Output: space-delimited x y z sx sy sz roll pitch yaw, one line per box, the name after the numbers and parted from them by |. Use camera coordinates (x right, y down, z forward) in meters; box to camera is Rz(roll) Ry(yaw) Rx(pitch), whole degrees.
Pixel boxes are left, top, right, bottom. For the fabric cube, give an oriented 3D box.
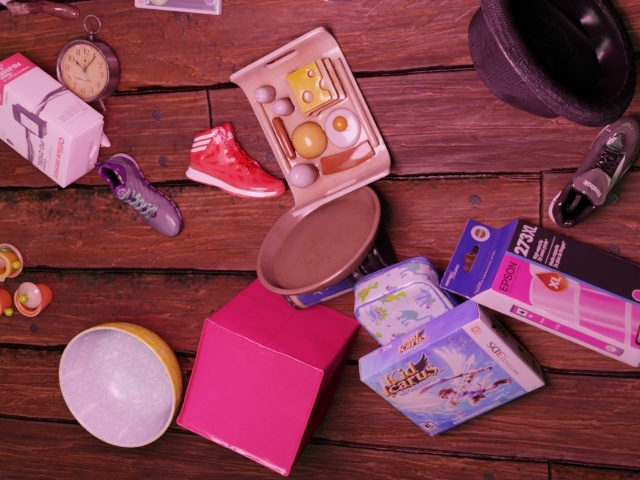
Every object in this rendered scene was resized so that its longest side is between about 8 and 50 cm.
-0.102 0.266 1.584 0.259 0.258 0.254 23 112 11 | fabric cube

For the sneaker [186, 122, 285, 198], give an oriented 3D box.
-0.170 -0.165 1.578 0.221 0.087 0.128 14 110 13 | sneaker

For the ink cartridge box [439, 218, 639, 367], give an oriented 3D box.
0.420 0.075 1.401 0.371 0.175 0.069 21 147 13 | ink cartridge box

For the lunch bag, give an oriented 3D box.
0.181 0.138 1.500 0.176 0.090 0.219 -26 128 23 | lunch bag

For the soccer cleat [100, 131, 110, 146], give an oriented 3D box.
-0.487 -0.239 1.695 0.083 0.029 0.035 46 118 7 | soccer cleat

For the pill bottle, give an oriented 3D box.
0.029 0.049 1.551 0.219 0.123 0.122 -23 97 23 | pill bottle

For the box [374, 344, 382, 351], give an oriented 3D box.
0.140 0.269 1.615 0.083 0.052 0.062 27 111 9 | box

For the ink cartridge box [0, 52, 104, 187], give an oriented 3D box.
-0.592 -0.253 1.656 0.237 0.100 0.172 37 140 5 | ink cartridge box

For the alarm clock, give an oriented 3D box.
-0.484 -0.377 1.634 0.129 0.064 0.192 17 113 14 | alarm clock

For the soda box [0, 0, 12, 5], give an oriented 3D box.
-0.726 -0.602 1.634 0.286 0.098 0.091 33 113 7 | soda box

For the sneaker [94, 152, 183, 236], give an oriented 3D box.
-0.396 -0.086 1.669 0.223 0.098 0.083 47 114 1 | sneaker

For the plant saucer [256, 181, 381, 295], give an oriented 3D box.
0.000 0.000 1.490 0.278 0.277 0.041 -22 128 23 | plant saucer

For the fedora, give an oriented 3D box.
0.364 -0.319 1.297 0.334 0.334 0.152 55 147 -2 | fedora

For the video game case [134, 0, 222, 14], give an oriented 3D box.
-0.281 -0.545 1.541 0.191 0.022 0.173 10 108 16 | video game case

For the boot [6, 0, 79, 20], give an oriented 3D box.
-0.576 -0.478 1.609 0.107 0.114 0.037 16 110 14 | boot

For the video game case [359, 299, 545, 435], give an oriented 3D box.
0.254 0.255 1.507 0.270 0.061 0.244 -33 123 24 | video game case

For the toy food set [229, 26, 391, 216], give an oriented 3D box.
-0.022 -0.225 1.500 0.220 0.092 0.306 -24 93 23 | toy food set

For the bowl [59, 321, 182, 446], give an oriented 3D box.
-0.424 0.301 1.757 0.290 0.156 0.289 5 107 17 | bowl

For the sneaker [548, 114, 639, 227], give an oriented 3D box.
0.485 -0.110 1.361 0.078 0.106 0.234 34 113 6 | sneaker

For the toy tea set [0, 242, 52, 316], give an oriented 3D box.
-0.811 0.113 1.851 0.336 0.124 0.199 -6 103 20 | toy tea set
